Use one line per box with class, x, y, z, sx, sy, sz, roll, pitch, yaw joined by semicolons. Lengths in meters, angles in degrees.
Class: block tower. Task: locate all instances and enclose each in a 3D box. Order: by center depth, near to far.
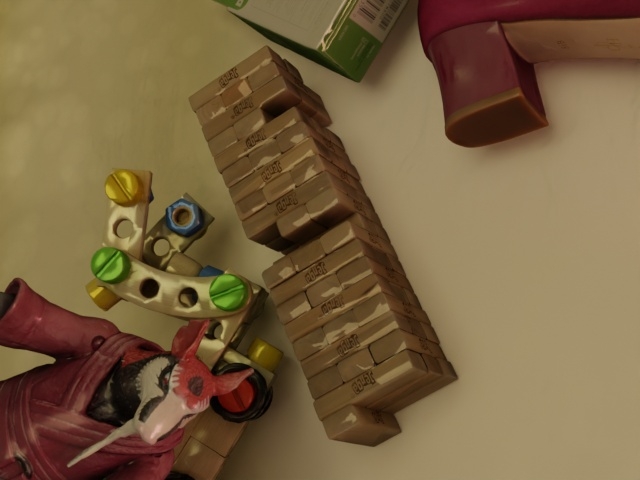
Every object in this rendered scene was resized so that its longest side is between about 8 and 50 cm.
block tower;0.000;0.000;0.914;0.097;0.091;0.335;-31;64;18

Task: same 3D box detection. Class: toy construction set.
toy construction set;-0.157;0.122;0.928;0.215;0.151;0.328;31;100;7

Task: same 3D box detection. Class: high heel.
high heel;0.249;-0.210;0.828;0.377;0.127;0.181;-15;62;19

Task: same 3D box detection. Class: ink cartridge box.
ink cartridge box;-0.014;-0.231;0.992;0.209;0.062;0.109;34;93;47

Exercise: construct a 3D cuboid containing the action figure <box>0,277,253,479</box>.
action figure;-0.205;0.161;0.799;0.370;0.276;0.248;-23;81;13
